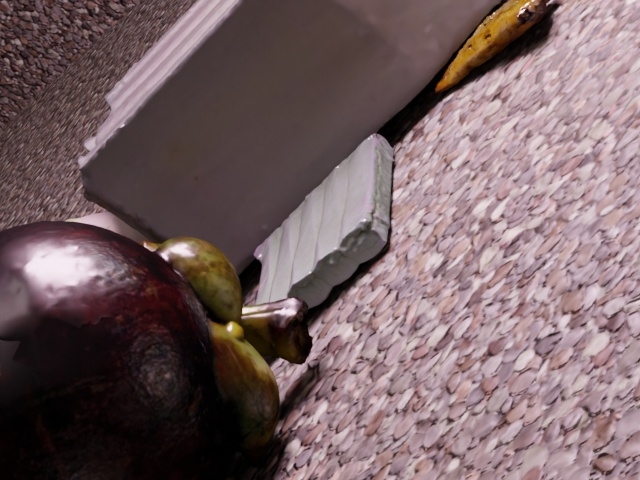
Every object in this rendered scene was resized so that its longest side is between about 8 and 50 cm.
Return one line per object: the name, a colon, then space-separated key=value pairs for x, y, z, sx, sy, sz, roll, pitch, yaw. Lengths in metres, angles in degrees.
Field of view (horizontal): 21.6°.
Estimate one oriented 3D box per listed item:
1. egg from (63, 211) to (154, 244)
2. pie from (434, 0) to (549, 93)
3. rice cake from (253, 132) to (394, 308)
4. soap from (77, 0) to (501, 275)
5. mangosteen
egg: x=-0.235 y=0.061 z=1.788 sx=0.217 sy=0.183 sz=0.183 roll=-35 pitch=20 yaw=14
pie: x=0.170 y=-0.199 z=1.588 sx=0.092 sy=0.034 sz=0.170 roll=-53 pitch=9 yaw=-29
rice cake: x=0.000 y=0.000 z=1.575 sx=0.189 sy=0.037 sz=0.198 roll=-44 pitch=17 yaw=15
soap: x=-0.029 y=-0.199 z=1.767 sx=0.435 sy=0.213 sz=0.350 roll=-46 pitch=13 yaw=15
mangosteen: x=-0.197 y=0.121 z=1.381 sx=0.330 sy=0.330 sz=0.330 roll=-44 pitch=18 yaw=18
